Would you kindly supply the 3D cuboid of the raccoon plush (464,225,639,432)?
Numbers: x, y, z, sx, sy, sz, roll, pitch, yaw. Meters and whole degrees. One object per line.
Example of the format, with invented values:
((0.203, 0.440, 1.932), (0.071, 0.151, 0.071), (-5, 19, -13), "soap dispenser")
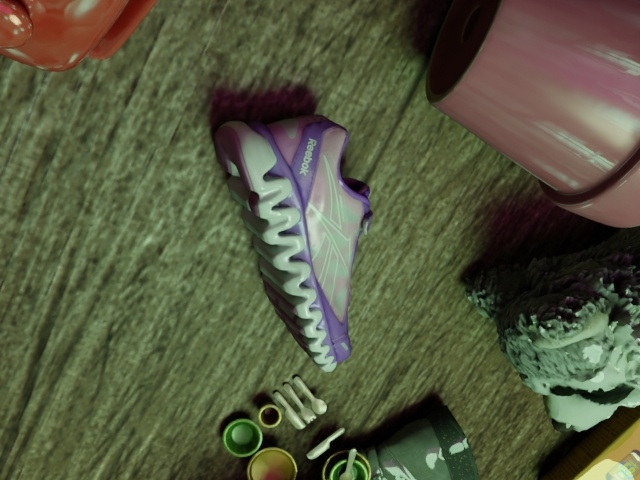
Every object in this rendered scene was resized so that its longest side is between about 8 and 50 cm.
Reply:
((0.328, -0.023, 0.722), (0.299, 0.216, 0.446), (21, 74, -14), "raccoon plush")

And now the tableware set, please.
((-0.016, 0.214, 0.705), (0.104, 0.024, 0.154), (-37, 99, -1), "tableware set")

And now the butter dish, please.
((-0.167, -0.156, 0.418), (0.160, 0.118, 0.160), (28, 137, -30), "butter dish")

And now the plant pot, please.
((0.189, -0.131, 0.569), (0.180, 0.201, 0.201), (19, 106, -12), "plant pot")

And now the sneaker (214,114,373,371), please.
((0.000, 0.000, 0.606), (0.105, 0.095, 0.236), (-26, 120, -18), "sneaker")

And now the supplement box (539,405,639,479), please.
((0.366, 0.237, 0.861), (0.233, 0.080, 0.078), (-43, 88, 1), "supplement box")

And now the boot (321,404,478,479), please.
((0.097, 0.296, 0.800), (0.161, 0.083, 0.246), (-23, 115, -3), "boot")
